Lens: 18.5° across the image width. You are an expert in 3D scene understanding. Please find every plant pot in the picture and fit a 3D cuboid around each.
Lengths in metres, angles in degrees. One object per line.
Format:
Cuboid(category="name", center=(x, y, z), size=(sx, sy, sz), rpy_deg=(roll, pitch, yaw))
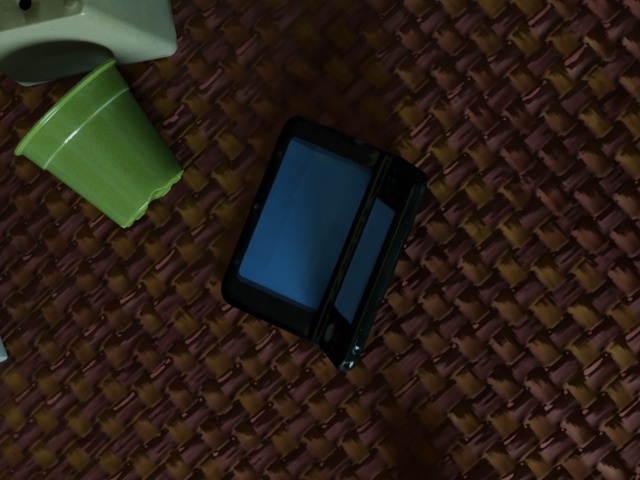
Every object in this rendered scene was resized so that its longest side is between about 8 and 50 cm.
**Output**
Cuboid(category="plant pot", center=(-0.125, -0.052, 1.173), size=(0.083, 0.083, 0.079), rpy_deg=(-43, 92, 12))
Cuboid(category="plant pot", center=(-0.159, -0.158, 1.167), size=(0.109, 0.096, 0.109), rpy_deg=(-10, 86, 16))

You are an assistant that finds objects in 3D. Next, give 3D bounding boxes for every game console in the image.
Cuboid(category="game console", center=(0.000, 0.000, 1.136), size=(0.071, 0.107, 0.122), rpy_deg=(20, 97, -13))

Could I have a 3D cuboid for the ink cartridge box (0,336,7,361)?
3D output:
Cuboid(category="ink cartridge box", center=(-0.283, -0.005, 1.175), size=(0.087, 0.153, 0.208), rpy_deg=(-22, 85, 14))
